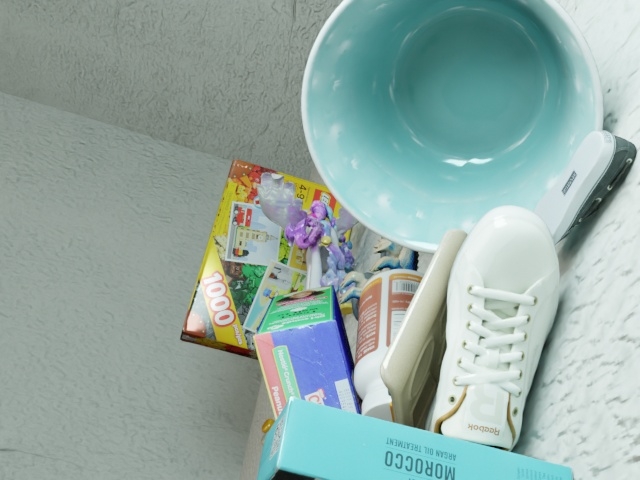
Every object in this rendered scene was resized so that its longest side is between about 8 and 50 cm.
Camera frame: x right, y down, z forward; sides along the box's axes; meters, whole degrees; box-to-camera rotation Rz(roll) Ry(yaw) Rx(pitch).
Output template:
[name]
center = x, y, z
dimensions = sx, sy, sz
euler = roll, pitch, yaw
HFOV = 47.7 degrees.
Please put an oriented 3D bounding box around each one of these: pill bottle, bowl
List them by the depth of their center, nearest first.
[bowl]
center = 0.152, -0.156, 0.802
dimensions = 0.163, 0.311, 0.311
euler = -49, -17, -55
[pill bottle]
center = 0.106, 0.152, 0.968
dimensions = 0.216, 0.121, 0.121
euler = -81, 10, -46

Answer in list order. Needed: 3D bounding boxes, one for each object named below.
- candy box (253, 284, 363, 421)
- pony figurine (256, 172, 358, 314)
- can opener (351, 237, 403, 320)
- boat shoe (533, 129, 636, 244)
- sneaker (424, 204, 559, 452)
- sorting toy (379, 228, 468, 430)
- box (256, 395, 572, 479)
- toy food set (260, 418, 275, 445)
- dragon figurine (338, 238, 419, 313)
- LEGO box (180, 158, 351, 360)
[candy box]
center = -0.002, 0.225, 1.099
dimensions = 0.317, 0.122, 0.268
euler = -103, -1, -86
[pony figurine]
center = 0.000, 0.000, 1.718
dimensions = 0.351, 0.302, 0.363
euler = 102, 165, -57
[can opener]
center = 0.119, 0.036, 1.296
dimensions = 0.280, 0.093, 0.074
euler = -75, 5, -50
[boat shoe]
center = 0.243, -0.040, 0.680
dimensions = 0.049, 0.040, 0.142
euler = -94, 19, -44
[sneaker]
center = 0.165, 0.117, 0.676
dimensions = 0.123, 0.106, 0.290
euler = -74, -9, -70
[sorting toy]
center = 0.116, 0.116, 0.782
dimensions = 0.193, 0.038, 0.208
euler = -59, -29, -28
[box]
center = 0.075, 0.202, 0.602
dimensions = 0.100, 0.244, 0.060
euler = 117, 167, -53
[toy food set]
center = -0.060, 0.479, 1.748
dimensions = 0.232, 0.104, 0.111
euler = -37, 20, 48
[dragon figurine]
center = 0.127, 0.077, 1.120
dimensions = 0.289, 0.144, 0.085
euler = -49, 16, 24
[LEGO box]
center = -0.139, 0.078, 2.011
dimensions = 0.193, 0.372, 0.500
euler = 127, 157, -70
